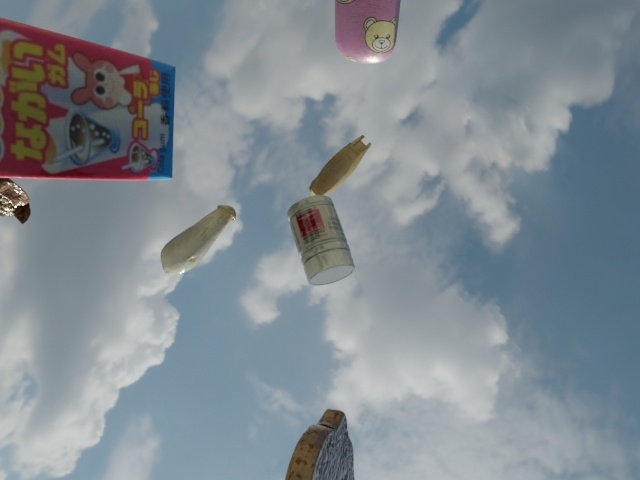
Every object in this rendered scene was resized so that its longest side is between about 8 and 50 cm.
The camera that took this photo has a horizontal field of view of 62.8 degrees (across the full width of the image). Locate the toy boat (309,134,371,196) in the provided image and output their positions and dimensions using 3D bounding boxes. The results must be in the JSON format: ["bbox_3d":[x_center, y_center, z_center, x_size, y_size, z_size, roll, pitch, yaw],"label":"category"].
[{"bbox_3d":[0.047,-0.179,1.313,0.064,0.072,0.206,47,-63,1],"label":"toy boat"}]

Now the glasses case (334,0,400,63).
[{"bbox_3d":[0.090,-0.489,0.974,0.123,0.316,0.076,12,-141,14],"label":"glasses case"}]

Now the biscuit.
[{"bbox_3d":[-0.001,0.378,0.714,0.049,0.257,0.272,1,-80,17],"label":"biscuit"}]

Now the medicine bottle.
[{"bbox_3d":[0.000,0.000,0.606,0.058,0.058,0.091,-29,-115,24],"label":"medicine bottle"}]

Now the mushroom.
[{"bbox_3d":[-0.351,0.001,1.503,0.270,0.103,0.118,-38,-163,12],"label":"mushroom"}]

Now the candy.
[{"bbox_3d":[-0.308,-0.150,0.594,0.100,0.306,0.157,9,-82,30],"label":"candy"}]

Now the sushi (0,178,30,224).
[{"bbox_3d":[-0.464,-0.066,0.744,0.052,0.120,0.055,22,-111,8],"label":"sushi"}]
